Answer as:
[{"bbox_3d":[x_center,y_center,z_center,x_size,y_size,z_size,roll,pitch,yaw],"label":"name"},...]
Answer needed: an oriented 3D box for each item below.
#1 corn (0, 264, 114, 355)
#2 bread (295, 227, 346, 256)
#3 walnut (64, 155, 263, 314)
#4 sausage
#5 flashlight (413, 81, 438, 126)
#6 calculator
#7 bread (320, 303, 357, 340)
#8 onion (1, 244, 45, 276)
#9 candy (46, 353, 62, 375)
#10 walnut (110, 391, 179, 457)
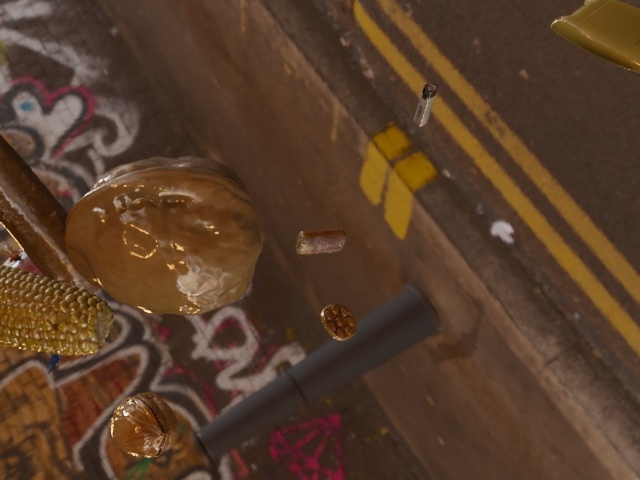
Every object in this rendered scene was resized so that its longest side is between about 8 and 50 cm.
[{"bbox_3d":[-0.359,0.071,0.948,0.091,0.260,0.091,-69,-12,-49],"label":"corn"},{"bbox_3d":[0.000,0.000,1.461,0.036,0.083,0.047,-117,30,-45],"label":"bread"},{"bbox_3d":[-0.305,-0.014,1.759,0.383,0.383,0.383,54,164,22],"label":"walnut"},{"bbox_3d":[-0.617,-0.077,1.759,0.501,0.123,0.136,58,-172,-28],"label":"sausage"},{"bbox_3d":[0.155,-0.200,1.263,0.018,0.018,0.083,48,158,19],"label":"flashlight"},{"bbox_3d":[0.534,-0.359,1.491,0.236,0.157,0.033,37,147,28],"label":"calculator"},{"bbox_3d":[0.050,0.219,2.301,0.110,0.110,0.024,57,139,9],"label":"bread"},{"bbox_3d":[-0.657,0.073,1.956,0.153,0.177,0.177,38,166,-3],"label":"onion"},{"bbox_3d":[-0.623,0.251,2.057,0.038,0.088,0.136,33,-144,-25],"label":"candy"},{"bbox_3d":[-0.391,0.413,1.901,0.180,0.144,0.144,12,132,54],"label":"walnut"}]
